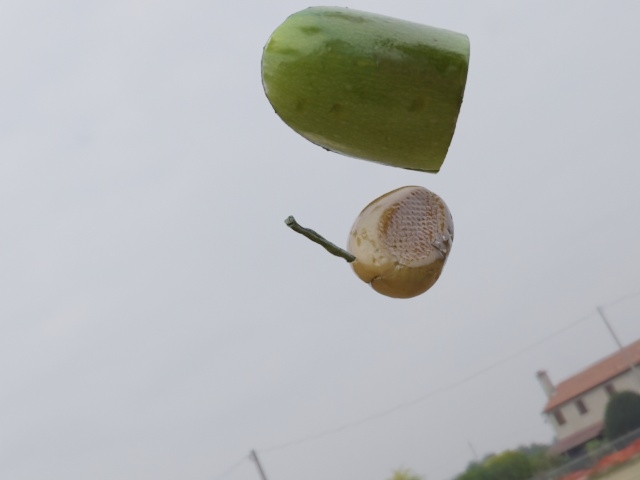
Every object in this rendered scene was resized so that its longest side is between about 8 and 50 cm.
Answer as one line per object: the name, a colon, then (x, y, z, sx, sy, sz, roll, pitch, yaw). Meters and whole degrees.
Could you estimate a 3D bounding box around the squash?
squash: (0.061, -0.245, 1.407, 0.309, 0.234, 0.210, 11, 7, -1)

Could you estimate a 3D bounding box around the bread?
bread: (0.090, 0.005, 1.005, 0.189, 0.114, 0.077, -47, -13, -55)

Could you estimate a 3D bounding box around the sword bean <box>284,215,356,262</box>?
sword bean: (0.000, 0.000, 0.740, 0.012, 0.012, 0.083, -35, -44, 25)
